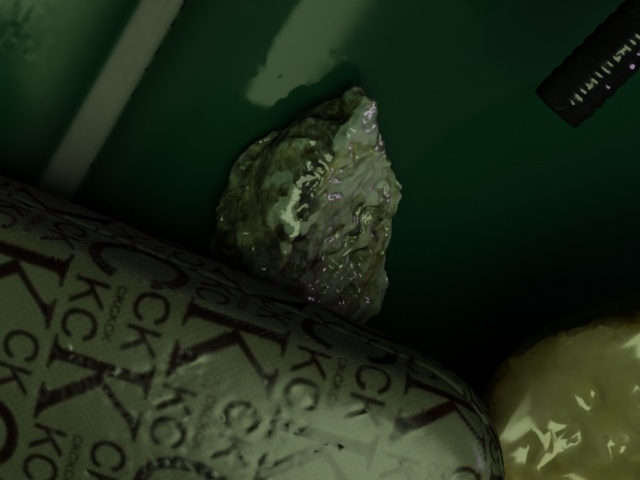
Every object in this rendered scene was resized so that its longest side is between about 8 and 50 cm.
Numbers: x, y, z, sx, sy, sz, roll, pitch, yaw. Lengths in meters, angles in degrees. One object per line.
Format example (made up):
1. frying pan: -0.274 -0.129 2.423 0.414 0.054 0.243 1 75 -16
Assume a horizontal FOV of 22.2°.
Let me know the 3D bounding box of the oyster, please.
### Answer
1. oyster: 0.001 -0.001 0.682 0.098 0.037 0.100 -30 115 6

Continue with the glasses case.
1. glasses case: -0.104 0.058 0.620 0.355 0.085 0.137 22 107 5

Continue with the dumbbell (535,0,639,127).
1. dumbbell: 0.201 -0.161 0.583 0.143 0.143 0.325 40 103 -22

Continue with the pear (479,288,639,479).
1. pear: 0.227 0.168 0.692 0.386 0.191 0.340 33 110 7
